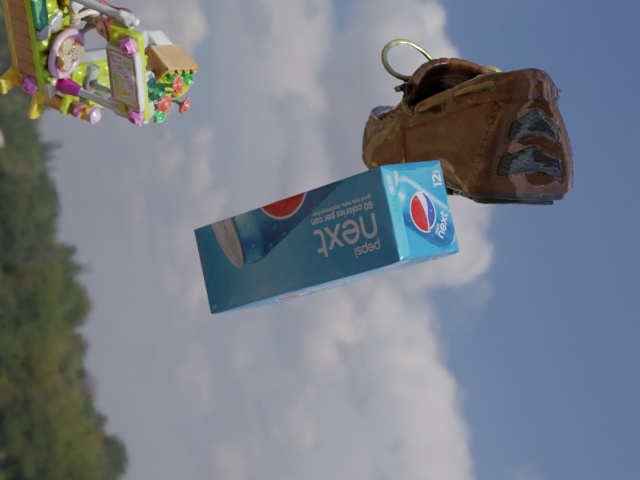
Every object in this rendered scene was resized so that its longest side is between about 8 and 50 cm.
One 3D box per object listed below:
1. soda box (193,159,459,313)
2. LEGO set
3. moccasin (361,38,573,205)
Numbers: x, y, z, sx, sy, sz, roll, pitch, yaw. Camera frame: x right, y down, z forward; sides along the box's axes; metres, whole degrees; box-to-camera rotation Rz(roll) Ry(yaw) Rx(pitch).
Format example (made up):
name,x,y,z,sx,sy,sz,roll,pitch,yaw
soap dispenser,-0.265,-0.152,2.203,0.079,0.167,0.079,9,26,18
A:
name,x,y,z,sx,sy,sz,roll,pitch,yaw
soda box,0.000,0.000,1.227,0.210,0.067,0.071,-17,-97,44
LEGO set,-0.127,-0.123,1.080,0.107,0.132,0.287,24,-16,20
moccasin,0.125,-0.114,1.533,0.380,0.139,0.147,-156,-112,-80
